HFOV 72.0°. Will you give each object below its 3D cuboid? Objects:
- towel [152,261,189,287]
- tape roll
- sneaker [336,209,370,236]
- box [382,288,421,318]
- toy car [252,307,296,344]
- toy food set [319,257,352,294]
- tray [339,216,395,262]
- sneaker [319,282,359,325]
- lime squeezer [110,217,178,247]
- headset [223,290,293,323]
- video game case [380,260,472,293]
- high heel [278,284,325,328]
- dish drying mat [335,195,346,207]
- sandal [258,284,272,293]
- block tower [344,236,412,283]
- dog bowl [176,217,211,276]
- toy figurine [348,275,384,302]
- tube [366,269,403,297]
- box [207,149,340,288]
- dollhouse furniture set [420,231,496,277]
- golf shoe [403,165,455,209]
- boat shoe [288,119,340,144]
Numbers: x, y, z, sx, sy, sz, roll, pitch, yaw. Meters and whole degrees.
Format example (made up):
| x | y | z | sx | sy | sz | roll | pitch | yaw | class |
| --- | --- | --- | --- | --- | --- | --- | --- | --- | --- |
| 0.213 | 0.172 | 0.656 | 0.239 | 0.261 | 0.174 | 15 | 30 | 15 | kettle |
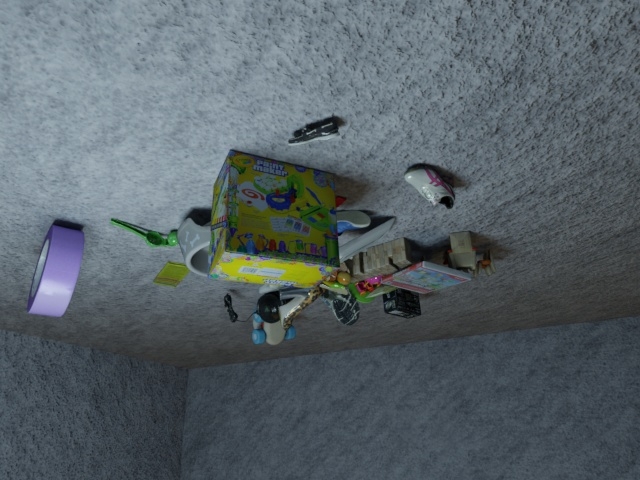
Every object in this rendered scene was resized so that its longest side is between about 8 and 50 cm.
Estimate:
| x | y | z | sx | sy | sz | roll | pitch | yaw | class |
| --- | --- | --- | --- | --- | --- | --- | --- | --- | --- |
| -0.602 | 0.141 | 1.791 | 0.102 | 0.021 | 0.237 | 12 | 151 | -30 | towel |
| -0.821 | 0.094 | 1.367 | 0.090 | 0.274 | 0.275 | 18 | 148 | -36 | tape roll |
| 0.080 | -0.052 | 1.401 | 0.152 | 0.058 | 0.084 | 0 | 152 | -1 | sneaker |
| 0.367 | 0.265 | 2.006 | 0.180 | 0.147 | 0.077 | 18 | 148 | -39 | box |
| -0.276 | 0.405 | 2.260 | 0.219 | 0.210 | 0.238 | -1 | -173 | -37 | toy car |
| 0.052 | 0.122 | 1.644 | 0.132 | 0.038 | 0.192 | 14 | 122 | 15 | toy food set |
| 0.124 | 0.016 | 1.424 | 0.270 | 0.030 | 0.145 | -27 | 168 | -29 | tray |
| 0.060 | 0.237 | 1.865 | 0.283 | 0.110 | 0.122 | 52 | 170 | -16 | sneaker |
| -0.502 | -0.025 | 1.429 | 0.310 | 0.059 | 0.110 | 3 | 122 | -10 | lime squeezer |
| -0.221 | 0.267 | 1.960 | 0.394 | 0.185 | 0.243 | -19 | 177 | -3 | headset |
| 0.381 | 0.141 | 1.623 | 0.204 | 0.025 | 0.285 | 15 | 158 | -19 | video game case |
| -0.074 | 0.276 | 1.784 | 0.186 | 0.093 | 0.261 | -7 | 134 | -13 | high heel |
| 0.044 | -0.111 | 1.332 | 0.032 | 0.008 | 0.083 | 11 | 152 | -27 | dish drying mat |
| -0.155 | 0.138 | 1.743 | 0.169 | 0.102 | 0.416 | -10 | 172 | -18 | sandal |
| 0.184 | 0.088 | 1.672 | 0.335 | 0.097 | 0.091 | -17 | 151 | 31 | block tower |
| -0.276 | 0.017 | 1.406 | 0.349 | 0.102 | 0.349 | -10 | 154 | -5 | dog bowl |
| 0.223 | 0.162 | 1.838 | 0.173 | 0.130 | 0.159 | -14 | 153 | -31 | toy figurine |
| 0.283 | 0.184 | 1.795 | 0.240 | 0.062 | 0.070 | -20 | 132 | -47 | tube |
| -0.122 | -0.044 | 1.139 | 0.290 | 0.279 | 0.177 | 10 | 152 | -23 | box |
| 0.517 | 0.065 | 1.663 | 0.262 | 0.135 | 0.259 | -6 | 166 | 7 | dollhouse furniture set |
| 0.303 | -0.144 | 1.198 | 0.186 | 0.086 | 0.067 | 16 | 151 | -32 | golf shoe |
| -0.018 | -0.244 | 1.006 | 0.125 | 0.038 | 0.046 | -7 | -163 | 23 | boat shoe |
